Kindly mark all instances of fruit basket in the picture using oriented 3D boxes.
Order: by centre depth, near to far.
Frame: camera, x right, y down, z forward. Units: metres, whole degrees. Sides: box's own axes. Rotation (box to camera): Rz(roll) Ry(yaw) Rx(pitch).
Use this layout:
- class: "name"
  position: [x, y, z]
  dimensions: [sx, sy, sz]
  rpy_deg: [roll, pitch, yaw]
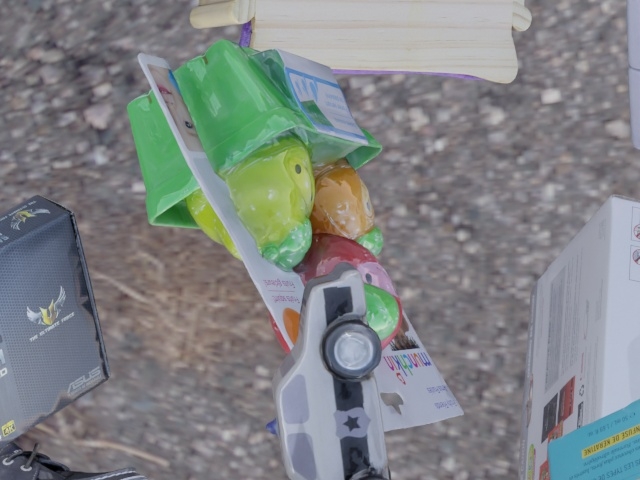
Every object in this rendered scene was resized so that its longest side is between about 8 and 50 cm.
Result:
- class: "fruit basket"
  position: [0.000, 0.000, 1.465]
  dimensions: [0.165, 0.327, 0.353]
  rpy_deg: [-39, 75, 16]

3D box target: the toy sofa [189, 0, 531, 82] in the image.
- class: "toy sofa"
  position: [0.046, -0.266, 1.925]
  dimensions: [0.362, 0.150, 0.177]
  rpy_deg: [-2, 97, -22]

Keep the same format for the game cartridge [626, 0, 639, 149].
- class: "game cartridge"
  position: [0.177, -0.193, 0.754]
  dimensions: [0.198, 0.062, 0.297]
  rpy_deg: [-70, 160, -46]

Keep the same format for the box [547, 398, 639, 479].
- class: "box"
  position: [0.199, 0.213, 1.018]
  dimensions: [0.060, 0.100, 0.244]
  rpy_deg: [39, 35, -33]

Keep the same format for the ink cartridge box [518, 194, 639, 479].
- class: "ink cartridge box"
  position: [0.315, 0.151, 1.843]
  dimensions: [0.130, 0.272, 0.309]
  rpy_deg: [11, 66, -9]

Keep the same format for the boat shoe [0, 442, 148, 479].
- class: "boat shoe"
  position: [-0.232, 0.190, 1.286]
  dimensions: [0.080, 0.228, 0.076]
  rpy_deg: [10, 66, -64]

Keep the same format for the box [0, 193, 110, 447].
- class: "box"
  position: [-0.298, 0.092, 1.464]
  dimensions: [0.232, 0.059, 0.183]
  rpy_deg: [-32, 129, -34]

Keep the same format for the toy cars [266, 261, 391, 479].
- class: "toy cars"
  position: [0.006, 0.186, 1.125]
  dimensions: [0.087, 0.176, 0.394]
  rpy_deg: [-8, 133, -3]
